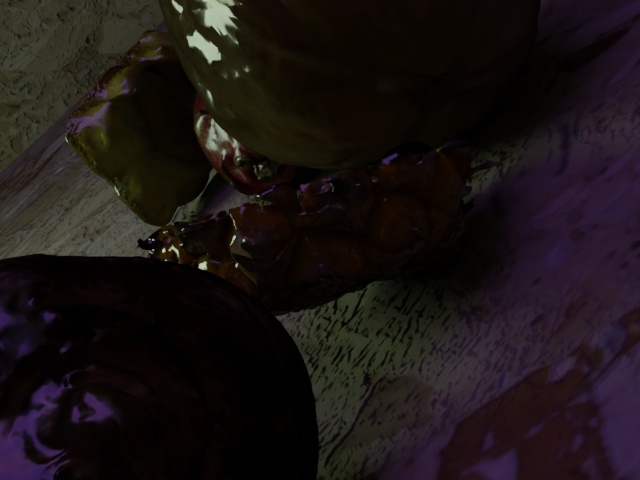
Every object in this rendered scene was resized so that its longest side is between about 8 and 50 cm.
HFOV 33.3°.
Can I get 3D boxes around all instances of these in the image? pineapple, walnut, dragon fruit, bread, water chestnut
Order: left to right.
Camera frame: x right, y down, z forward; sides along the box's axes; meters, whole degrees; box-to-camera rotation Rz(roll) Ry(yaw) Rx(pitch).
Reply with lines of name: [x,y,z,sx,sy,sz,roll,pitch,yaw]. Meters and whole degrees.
water chestnut: [-0.111,0.117,0.522,0.223,0.224,0.238,-47,-22,-14]
bread: [-0.165,-0.129,1.144,0.088,0.161,0.233,-36,19,42]
dragon fruit: [-0.073,-0.114,1.014,0.125,0.125,0.246,-46,18,-10]
pineapple: [0.000,0.000,0.641,0.225,0.076,0.225,-18,-2,-1]
walnut: [0.008,-0.197,0.782,0.252,0.277,0.313,-27,55,-9]
